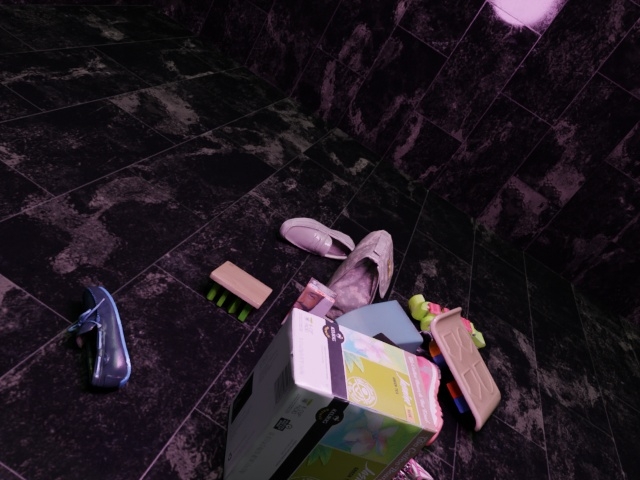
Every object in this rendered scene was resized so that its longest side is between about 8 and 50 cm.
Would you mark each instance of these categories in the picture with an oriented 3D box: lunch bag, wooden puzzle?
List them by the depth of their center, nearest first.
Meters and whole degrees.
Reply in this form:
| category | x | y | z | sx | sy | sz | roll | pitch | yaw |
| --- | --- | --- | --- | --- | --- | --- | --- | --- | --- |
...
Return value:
| category | x | y | z | sx | sy | sz | roll | pitch | yaw |
| --- | --- | --- | --- | --- | --- | --- | --- | --- | --- |
| wooden puzzle | 0.448 | 0.398 | 1.756 | 0.322 | 0.080 | 0.347 | 1 | 65 | -62 |
| lunch bag | 0.135 | 0.119 | 1.774 | 0.169 | 0.287 | 0.235 | 34 | 27 | 2 |

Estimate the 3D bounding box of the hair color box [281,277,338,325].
| category | x | y | z | sx | sy | sz | roll | pitch | yaw |
| --- | --- | --- | --- | --- | --- | --- | --- | --- | --- |
| hair color box | -0.032 | 0.200 | 1.597 | 0.093 | 0.167 | 0.053 | 33 | 28 | 1 |

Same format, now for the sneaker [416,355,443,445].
| category | x | y | z | sx | sy | sz | roll | pitch | yaw |
| --- | --- | --- | --- | --- | --- | --- | --- | --- | --- |
| sneaker | 0.267 | 0.432 | 1.597 | 0.136 | 0.116 | 0.314 | 25 | 28 | -9 |

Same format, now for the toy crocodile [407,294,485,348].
| category | x | y | z | sx | sy | sz | roll | pitch | yaw |
| --- | --- | --- | --- | --- | --- | --- | --- | --- | --- |
| toy crocodile | 0.461 | 0.299 | 2.019 | 0.341 | 0.105 | 0.115 | 27 | 28 | -12 |

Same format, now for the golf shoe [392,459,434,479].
| category | x | y | z | sx | sy | sz | roll | pitch | yaw |
| --- | --- | --- | --- | --- | --- | --- | --- | --- | --- |
| golf shoe | 0.220 | 0.582 | 1.377 | 0.186 | 0.067 | 0.086 | 40 | -3 | 22 |

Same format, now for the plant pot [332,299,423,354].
| category | x | y | z | sx | sy | sz | roll | pitch | yaw |
| --- | --- | --- | --- | --- | --- | --- | --- | --- | --- |
| plant pot | 0.141 | 0.295 | 1.638 | 0.234 | 0.165 | 0.165 | 1 | 41 | -35 |

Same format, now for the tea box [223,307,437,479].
| category | x | y | z | sx | sy | sz | roll | pitch | yaw |
| --- | --- | --- | --- | --- | --- | --- | --- | --- | --- |
| tea box | 0.010 | 0.375 | 1.187 | 0.324 | 0.329 | 0.220 | 22 | 29 | -18 |

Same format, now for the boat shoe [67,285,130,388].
| category | x | y | z | sx | sy | sz | roll | pitch | yaw |
| --- | --- | --- | --- | --- | --- | --- | --- | --- | --- |
| boat shoe | -0.485 | 0.199 | 1.198 | 0.089 | 0.109 | 0.258 | 1 | 39 | -40 |

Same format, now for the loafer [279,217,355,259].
| category | x | y | z | sx | sy | sz | roll | pitch | yaw |
| --- | --- | --- | --- | --- | --- | --- | --- | --- | --- |
| loafer | 0.000 | 0.000 | 2.012 | 0.319 | 0.112 | 0.111 | 14 | 25 | -33 |

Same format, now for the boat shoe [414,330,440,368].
| category | x | y | z | sx | sy | sz | roll | pitch | yaw |
| --- | --- | --- | --- | --- | --- | --- | --- | --- | --- |
| boat shoe | 0.345 | 0.347 | 1.824 | 0.301 | 0.102 | 0.108 | 13 | 34 | -33 |

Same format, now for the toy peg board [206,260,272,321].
| category | x | y | z | sx | sy | sz | roll | pitch | yaw |
| --- | --- | --- | --- | --- | --- | --- | --- | --- | --- |
| toy peg board | -0.240 | 0.149 | 1.584 | 0.161 | 0.079 | 0.160 | 34 | 12 | 0 |

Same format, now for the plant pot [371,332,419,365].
| category | x | y | z | sx | sy | sz | roll | pitch | yaw |
| --- | --- | --- | --- | --- | --- | --- | --- | --- | --- |
| plant pot | 0.136 | 0.377 | 1.435 | 0.167 | 0.188 | 0.187 | -12 | 21 | -23 |
